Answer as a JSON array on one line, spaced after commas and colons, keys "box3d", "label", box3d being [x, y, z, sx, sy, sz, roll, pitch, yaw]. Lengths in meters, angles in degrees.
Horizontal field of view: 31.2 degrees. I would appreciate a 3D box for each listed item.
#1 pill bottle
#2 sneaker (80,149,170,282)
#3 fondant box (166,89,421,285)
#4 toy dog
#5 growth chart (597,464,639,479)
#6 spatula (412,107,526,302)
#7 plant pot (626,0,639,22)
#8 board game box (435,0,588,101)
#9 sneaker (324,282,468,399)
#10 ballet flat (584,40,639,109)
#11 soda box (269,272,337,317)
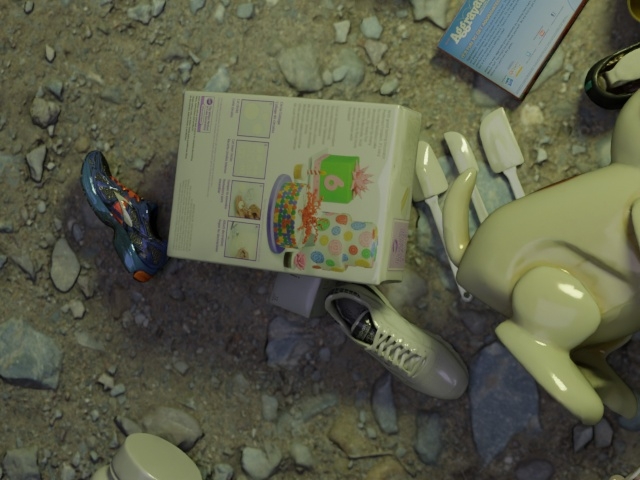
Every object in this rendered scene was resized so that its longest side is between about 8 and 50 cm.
[{"box3d": [-0.307, 0.442, 1.732, 0.160, 0.160, 0.283, 37, 102, 16], "label": "pill bottle"}, {"box3d": [-0.295, -0.047, 1.777, 0.087, 0.083, 0.221, -31, 85, 4], "label": "sneaker"}, {"box3d": [-0.040, -0.076, 1.585, 0.330, 0.096, 0.238, 7, 91, 25], "label": "fondant box"}, {"box3d": [0.393, -0.023, 1.438, 0.408, 0.284, 0.395, -49, 57, 13], "label": "toy dog"}, {"box3d": [0.438, 0.383, 1.528, 0.237, 0.021, 0.172, -34, 79, 17], "label": "growth chart"}, {"box3d": [0.221, -0.044, 1.610, 0.168, 0.019, 0.242, -21, 84, 14], "label": "spatula"}, {"box3d": [0.446, -0.356, 1.473, 0.134, 0.134, 0.095, -24, 56, 19], "label": "plant pot"}, {"box3d": [0.294, -0.348, 1.573, 0.145, 0.027, 0.281, 36, 102, 15], "label": "board game box"}, {"box3d": [0.102, 0.148, 1.613, 0.235, 0.095, 0.090, 36, 101, 15], "label": "sneaker"}, {"box3d": [0.475, -0.239, 1.469, 0.280, 0.096, 0.095, -24, 81, 19], "label": "ballet flat"}, {"box3d": [0.000, 0.000, 1.659, 0.069, 0.074, 0.216, 20, 97, 20], "label": "soda box"}]
